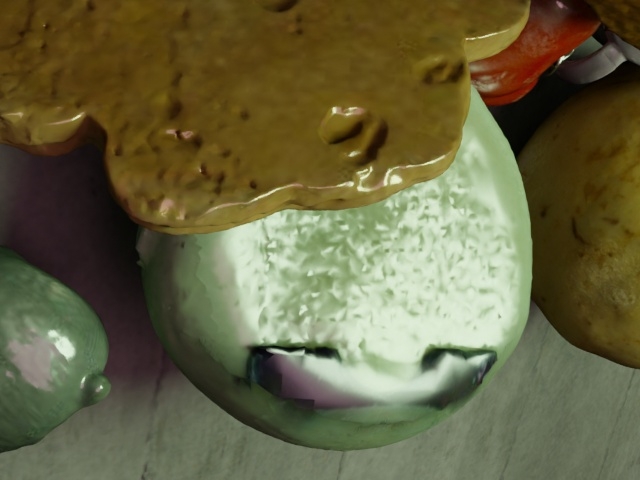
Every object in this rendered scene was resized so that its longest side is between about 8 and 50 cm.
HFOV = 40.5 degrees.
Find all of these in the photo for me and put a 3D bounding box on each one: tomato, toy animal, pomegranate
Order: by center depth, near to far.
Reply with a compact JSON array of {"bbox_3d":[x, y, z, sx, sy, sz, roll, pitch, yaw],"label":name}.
[{"bbox_3d":[-0.220,0.016,0.500,0.236,0.138,0.108,63,37,-24],"label":"toy animal"},{"bbox_3d":[0.140,-0.192,0.650,0.151,0.187,0.187,39,83,-11],"label":"tomato"},{"bbox_3d":[0.313,-0.031,0.798,0.307,0.307,0.307,-17,121,-32],"label":"pomegranate"}]

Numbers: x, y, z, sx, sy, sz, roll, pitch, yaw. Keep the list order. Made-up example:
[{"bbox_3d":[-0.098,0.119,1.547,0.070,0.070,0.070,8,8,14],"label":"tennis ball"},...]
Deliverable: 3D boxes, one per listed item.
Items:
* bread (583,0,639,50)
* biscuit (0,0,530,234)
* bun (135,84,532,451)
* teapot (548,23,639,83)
[{"bbox_3d":[0.220,-0.260,0.499,0.312,0.172,0.312,15,69,-46],"label":"bread"},{"bbox_3d":[-0.042,-0.125,0.494,0.376,0.269,0.051,-21,158,-27],"label":"biscuit"},{"bbox_3d":[0.000,0.000,0.623,0.293,0.187,0.293,3,85,-32],"label":"bun"},{"bbox_3d":[0.263,-0.205,0.752,0.116,0.146,0.148,7,113,-21],"label":"teapot"}]
